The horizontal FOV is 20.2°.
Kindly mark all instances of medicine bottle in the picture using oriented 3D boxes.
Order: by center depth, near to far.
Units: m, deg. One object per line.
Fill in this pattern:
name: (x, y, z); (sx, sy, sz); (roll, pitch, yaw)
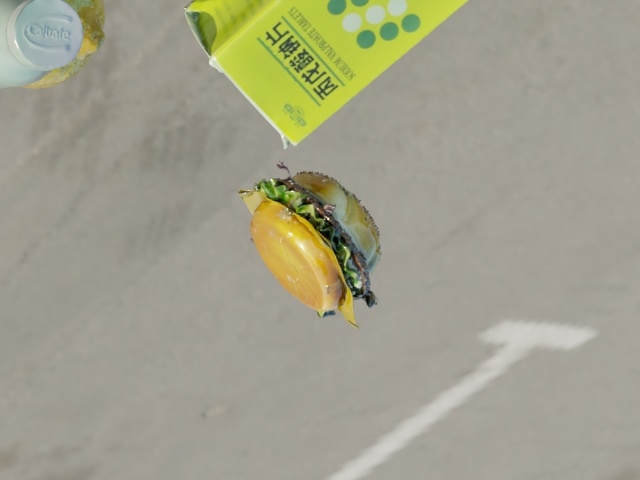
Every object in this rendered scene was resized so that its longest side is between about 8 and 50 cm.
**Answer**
medicine bottle: (-0.294, -0.193, 1.729); (0.090, 0.090, 0.217); (-9, -174, -26)
medicine bottle: (0.008, -0.232, 1.743); (0.250, 0.141, 0.137); (-41, 123, 7)

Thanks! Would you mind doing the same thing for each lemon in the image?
lemon: (-0.374, -0.288, 2.267); (0.187, 0.244, 0.186); (-43, 148, -35)

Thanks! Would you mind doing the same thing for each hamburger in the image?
hamburger: (-0.001, 0.001, 1.892); (0.093, 0.164, 0.189); (-38, 147, -22)
